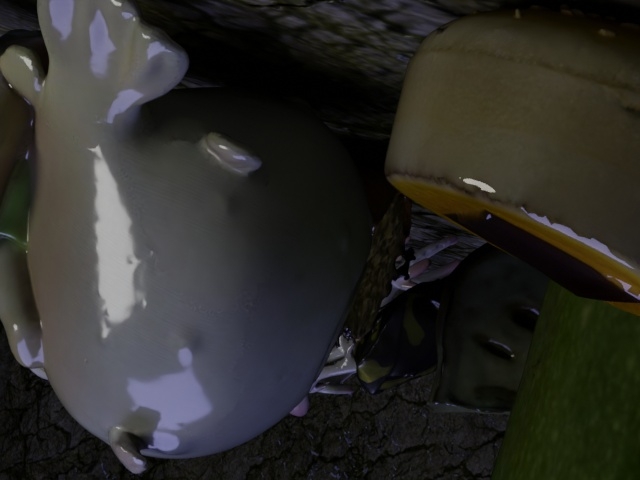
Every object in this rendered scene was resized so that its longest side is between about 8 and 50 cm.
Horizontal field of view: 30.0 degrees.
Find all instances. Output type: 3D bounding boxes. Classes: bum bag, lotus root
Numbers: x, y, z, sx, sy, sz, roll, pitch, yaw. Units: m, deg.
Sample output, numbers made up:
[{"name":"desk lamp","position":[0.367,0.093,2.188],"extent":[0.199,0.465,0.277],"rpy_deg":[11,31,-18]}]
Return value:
[{"name":"bum bag","position":[0.117,0.064,1.047],"extent":[0.232,0.107,0.060],"rpy_deg":[-22,-131,-38]},{"name":"lotus root","position":[0.215,0.067,0.862],"extent":[0.266,0.149,0.260],"rpy_deg":[6,175,4]}]

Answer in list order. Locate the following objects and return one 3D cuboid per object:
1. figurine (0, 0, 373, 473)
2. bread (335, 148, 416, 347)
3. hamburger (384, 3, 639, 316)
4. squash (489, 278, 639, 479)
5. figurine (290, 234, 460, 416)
[{"name":"figurine","position":[-0.156,-0.058,0.585],"extent":[0.394,0.227,0.274],"rpy_deg":[26,145,-2]},{"name":"bread","position":[-0.007,-0.003,0.872],"extent":[0.134,0.129,0.260],"rpy_deg":[22,177,11]},{"name":"hamburger","position":[0.092,-0.027,0.385],"extent":[0.141,0.082,0.126],"rpy_deg":[27,177,13]},{"name":"squash","position":[0.194,0.164,0.527],"extent":[0.263,0.385,0.263],"rpy_deg":[15,179,0]},{"name":"figurine","position":[-0.043,0.042,1.172],"extent":[0.315,0.284,0.206],"rpy_deg":[40,-171,4]}]
